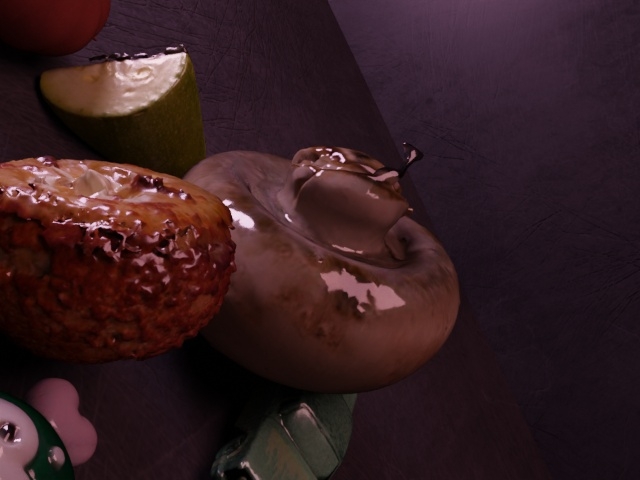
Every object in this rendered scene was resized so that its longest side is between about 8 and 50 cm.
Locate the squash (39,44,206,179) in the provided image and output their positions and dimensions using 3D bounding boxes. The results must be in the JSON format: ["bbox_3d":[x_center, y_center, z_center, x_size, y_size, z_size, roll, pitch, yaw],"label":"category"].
[{"bbox_3d":[-0.228,-0.121,0.907,0.252,0.169,0.093,100,-22,-67],"label":"squash"}]

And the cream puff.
[{"bbox_3d":[-0.185,0.015,0.603,0.240,0.240,0.164,-47,144,-67],"label":"cream puff"}]

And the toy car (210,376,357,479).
[{"bbox_3d":[-0.027,0.221,0.878,0.141,0.097,0.320,59,22,-11],"label":"toy car"}]

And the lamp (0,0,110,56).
[{"bbox_3d":[-0.299,-0.286,0.765,0.182,0.140,0.182,43,33,-36],"label":"lamp"}]

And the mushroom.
[{"bbox_3d":[0.000,0.000,0.851,0.362,0.294,0.362,21,23,-9],"label":"mushroom"}]

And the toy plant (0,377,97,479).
[{"bbox_3d":[-0.239,0.153,0.448,0.243,0.112,0.232,47,31,-24],"label":"toy plant"}]
